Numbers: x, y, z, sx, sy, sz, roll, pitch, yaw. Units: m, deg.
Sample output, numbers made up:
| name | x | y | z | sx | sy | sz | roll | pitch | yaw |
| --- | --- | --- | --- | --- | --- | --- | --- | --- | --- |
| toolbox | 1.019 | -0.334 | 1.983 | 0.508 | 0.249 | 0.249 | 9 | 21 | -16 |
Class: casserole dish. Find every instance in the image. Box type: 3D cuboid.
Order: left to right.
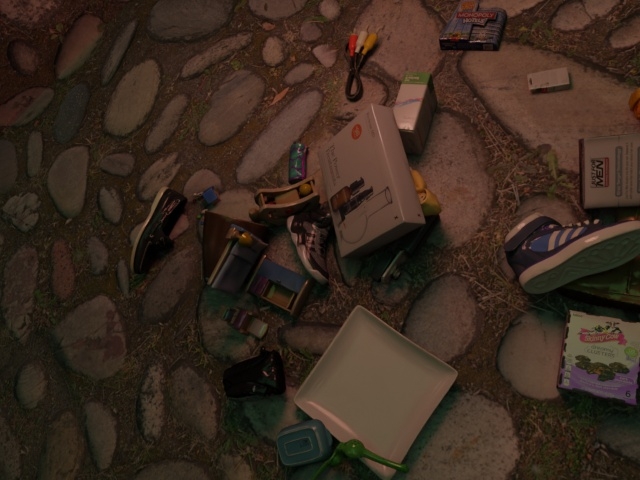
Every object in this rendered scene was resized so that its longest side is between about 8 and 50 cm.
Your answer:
| name | x | y | z | sx | sy | sz | roll | pitch | yaw |
| --- | --- | --- | --- | --- | --- | --- | --- | --- | --- |
| casserole dish | -0.053 | 0.573 | 1.346 | 0.189 | 0.037 | 0.114 | -26 | 72 | 25 |

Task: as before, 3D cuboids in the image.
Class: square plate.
| name | x | y | z | sx | sy | sz | roll | pitch | yaw |
| --- | --- | --- | --- | --- | --- | --- | --- | --- | --- |
| square plate | 0.147 | 0.413 | 1.349 | 0.347 | 0.049 | 0.344 | 32 | 84 | 28 |

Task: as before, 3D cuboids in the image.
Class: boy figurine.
| name | x | y | z | sx | sy | sz | roll | pitch | yaw |
| --- | --- | --- | --- | --- | --- | --- | --- | --- | --- |
| boy figurine | 0.244 | -0.136 | 1.453 | 0.177 | 0.092 | 0.285 | -51 | 40 | 3 |

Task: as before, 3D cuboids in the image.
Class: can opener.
| name | x | y | z | sx | sy | sz | roll | pitch | yaw |
| --- | --- | --- | --- | --- | --- | --- | --- | --- | --- |
| can opener | 0.255 | 0.013 | 1.445 | 0.093 | 0.074 | 0.280 | 36 | 86 | 29 |

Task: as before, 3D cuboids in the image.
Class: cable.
| name | x | y | z | sx | sy | sz | roll | pitch | yaw |
| --- | --- | --- | --- | --- | --- | --- | --- | --- | --- |
| cable | 0.119 | -0.649 | 1.750 | 0.140 | 0.072 | 0.287 | 11 | 75 | 30 |

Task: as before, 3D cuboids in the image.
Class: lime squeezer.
| name | x | y | z | sx | sy | sz | roll | pitch | yaw |
| --- | --- | --- | --- | --- | --- | --- | --- | --- | --- |
| lime squeezer | 0.071 | 0.584 | 1.275 | 0.311 | 0.059 | 0.109 | -25 | 106 | 24 |

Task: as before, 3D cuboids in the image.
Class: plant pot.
| name | x | y | z | sx | sy | sz | roll | pitch | yaw |
| --- | --- | --- | --- | --- | --- | --- | --- | --- | --- |
| plant pot | -0.302 | 0.037 | 1.594 | 0.216 | 0.215 | 0.230 | 14 | 90 | 25 |

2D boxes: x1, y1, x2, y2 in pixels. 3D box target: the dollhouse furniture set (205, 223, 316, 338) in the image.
| name | x | y | z | sx | sy | sz | roll | pitch | yaw |
| --- | --- | --- | --- | --- | --- | --- | --- | --- | --- |
| dollhouse furniture set | -0.197 | 0.146 | 1.439 | 0.198 | 0.303 | 0.286 | 22 | 80 | 27 |

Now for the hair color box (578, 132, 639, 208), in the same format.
| name | x | y | z | sx | sy | sz | roll | pitch | yaw |
| --- | --- | --- | --- | --- | --- | --- | --- | --- | --- |
| hair color box | 0.870 | -0.186 | 1.217 | 0.375 | 0.114 | 0.185 | -2 | 100 | 21 |

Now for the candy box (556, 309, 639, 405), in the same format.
| name | x | y | z | sx | sy | sz | roll | pitch | yaw |
| --- | --- | --- | --- | --- | --- | --- | --- | --- | --- |
| candy box | 0.683 | 0.285 | 1.180 | 0.165 | 0.070 | 0.196 | 9 | 74 | 24 |

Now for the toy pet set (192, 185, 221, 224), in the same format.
| name | x | y | z | sx | sy | sz | roll | pitch | yaw |
| --- | --- | --- | --- | --- | --- | --- | --- | --- | --- |
| toy pet set | -0.428 | -0.141 | 1.770 | 0.114 | 0.065 | 0.122 | -31 | 63 | 8 |

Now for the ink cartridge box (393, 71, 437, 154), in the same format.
| name | x | y | z | sx | sy | sz | roll | pitch | yaw |
| --- | --- | --- | --- | --- | --- | --- | --- | --- | --- |
| ink cartridge box | 0.297 | -0.404 | 1.541 | 0.093 | 0.154 | 0.212 | 10 | 75 | 24 |

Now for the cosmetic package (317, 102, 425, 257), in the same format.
| name | x | y | z | sx | sy | sz | roll | pitch | yaw |
| --- | --- | --- | --- | --- | --- | --- | --- | --- | --- |
| cosmetic package | 0.138 | -0.169 | 1.442 | 0.284 | 0.098 | 0.376 | -32 | 63 | 46 |

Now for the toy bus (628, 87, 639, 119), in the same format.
| name | x | y | z | sx | sy | sz | roll | pitch | yaw |
| --- | --- | --- | --- | --- | --- | --- | --- | --- | --- |
| toy bus | 0.963 | -0.325 | 1.277 | 0.221 | 0.149 | 0.211 | -5 | 85 | 21 |

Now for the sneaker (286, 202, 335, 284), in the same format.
| name | x | y | z | sx | sy | sz | roll | pitch | yaw |
| --- | --- | --- | --- | --- | --- | --- | --- | --- | --- |
| sneaker | 0.000 | 0.000 | 1.531 | 0.153 | 0.101 | 0.268 | -31 | 60 | 10 |

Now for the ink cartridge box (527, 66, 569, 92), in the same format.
| name | x | y | z | sx | sy | sz | roll | pitch | yaw |
| --- | --- | --- | --- | --- | --- | --- | --- | --- | --- |
| ink cartridge box | 0.704 | -0.494 | 1.491 | 0.115 | 0.029 | 0.062 | -4 | 69 | 21 |

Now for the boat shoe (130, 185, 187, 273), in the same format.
| name | x | y | z | sx | sy | sz | roll | pitch | yaw |
| --- | --- | --- | --- | --- | --- | --- | --- | --- | --- |
| boat shoe | -0.582 | -0.026 | 1.759 | 0.113 | 0.127 | 0.339 | 18 | 74 | 2 |

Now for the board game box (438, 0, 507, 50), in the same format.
| name | x | y | z | sx | sy | sz | roll | pitch | yaw |
| --- | --- | --- | --- | --- | --- | --- | --- | --- | --- |
| board game box | 0.524 | -0.746 | 1.638 | 0.194 | 0.060 | 0.194 | 11 | 76 | 24 |

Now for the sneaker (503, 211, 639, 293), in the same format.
| name | x | y | z | sx | sy | sz | roll | pitch | yaw |
| --- | --- | --- | --- | --- | --- | --- | --- | --- | --- |
| sneaker | 0.632 | -0.021 | 1.239 | 0.323 | 0.130 | 0.236 | -32 | 36 | 28 |

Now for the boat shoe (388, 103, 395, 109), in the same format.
| name | x | y | z | sx | sy | sz | roll | pitch | yaw |
| --- | --- | --- | --- | --- | --- | --- | --- | --- | --- |
| boat shoe | 0.182 | -0.395 | 1.625 | 0.227 | 0.079 | 0.081 | -41 | 66 | 6 |

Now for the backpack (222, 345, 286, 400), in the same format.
| name | x | y | z | sx | sy | sz | roll | pitch | yaw |
| --- | --- | --- | --- | --- | --- | --- | --- | --- | --- |
| backpack | -0.199 | 0.419 | 1.443 | 0.182 | 0.115 | 0.151 | -21 | 53 | 14 |

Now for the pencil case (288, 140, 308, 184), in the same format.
| name | x | y | z | sx | sy | sz | roll | pitch | yaw |
| --- | --- | --- | --- | --- | --- | --- | --- | --- | --- |
| pencil case | -0.076 | -0.269 | 1.684 | 0.070 | 0.065 | 0.151 | -17 | 63 | 42 |

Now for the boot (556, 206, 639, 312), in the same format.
| name | x | y | z | sx | sy | sz | roll | pitch | yaw |
| --- | --- | --- | --- | --- | --- | --- | --- | --- | --- |
| boot | 0.759 | 0.039 | 1.243 | 0.236 | 0.089 | 0.269 | 13 | 71 | 26 |

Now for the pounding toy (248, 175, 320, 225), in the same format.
| name | x | y | z | sx | sy | sz | roll | pitch | yaw |
| --- | --- | --- | --- | --- | --- | --- | --- | --- | --- |
| pounding toy | -0.140 | -0.152 | 1.614 | 0.270 | 0.154 | 0.154 | -23 | 64 | 11 |
